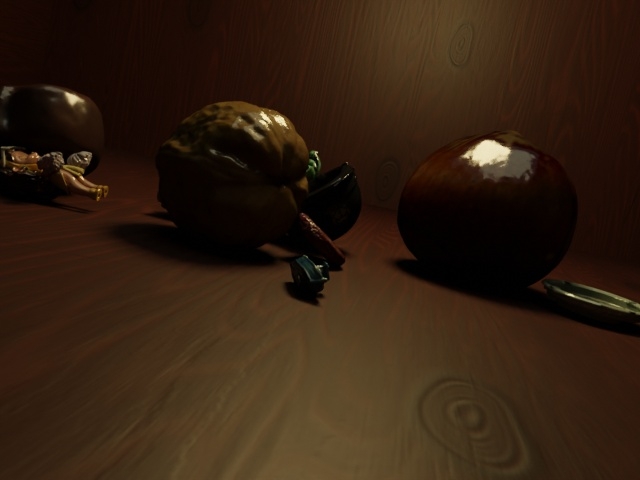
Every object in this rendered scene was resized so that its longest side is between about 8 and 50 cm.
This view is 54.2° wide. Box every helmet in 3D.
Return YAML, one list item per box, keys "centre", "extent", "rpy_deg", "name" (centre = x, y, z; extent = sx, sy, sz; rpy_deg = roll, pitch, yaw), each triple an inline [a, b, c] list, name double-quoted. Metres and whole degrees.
- centre: [0.010, -0.075, 1.565]
  extent: [0.231, 0.160, 0.279]
  rpy_deg: [-32, 15, -15]
  name: "helmet"

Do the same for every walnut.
- centre: [-0.192, -0.137, 1.313]
  extent: [0.306, 0.306, 0.344]
  rpy_deg: [5, 3, -41]
  name: "walnut"

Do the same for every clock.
- centre: [0.609, 0.144, 1.397]
  extent: [0.237, 0.053, 0.236]
  rpy_deg: [12, 10, -2]
  name: "clock"

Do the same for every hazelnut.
- centre: [0.390, -0.069, 1.542]
  extent: [0.402, 0.402, 0.429]
  rpy_deg: [6, 15, -39]
  name: "hazelnut"

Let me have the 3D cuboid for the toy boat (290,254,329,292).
- centre: [-0.014, 0.056, 1.051]
  extent: [0.061, 0.060, 0.137]
  rpy_deg: [-11, 7, -7]
  name: "toy boat"

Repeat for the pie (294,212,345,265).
- centre: [0.000, 0.000, 1.346]
  extent: [0.154, 0.036, 0.154]
  rpy_deg: [47, 4, -4]
  name: "pie"

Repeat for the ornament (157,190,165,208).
- centre: [-0.312, -0.118, 1.634]
  extent: [0.130, 0.120, 0.285]
  rpy_deg: [-7, 4, 13]
  name: "ornament"

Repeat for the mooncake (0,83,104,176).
- centre: [-0.703, -0.262, 1.540]
  extent: [0.334, 0.174, 0.326]
  rpy_deg: [1, -13, -7]
  name: "mooncake"

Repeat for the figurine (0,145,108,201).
- centre: [-0.595, -0.143, 1.385]
  extent: [0.240, 0.115, 0.174]
  rpy_deg: [6, 10, 4]
  name: "figurine"

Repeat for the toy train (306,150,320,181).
- centre: [-0.128, -0.208, 2.121]
  extent: [0.167, 0.238, 0.299]
  rpy_deg: [7, 11, -37]
  name: "toy train"
